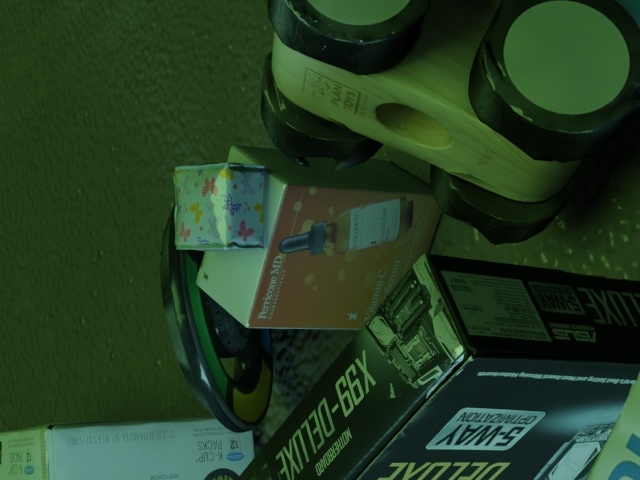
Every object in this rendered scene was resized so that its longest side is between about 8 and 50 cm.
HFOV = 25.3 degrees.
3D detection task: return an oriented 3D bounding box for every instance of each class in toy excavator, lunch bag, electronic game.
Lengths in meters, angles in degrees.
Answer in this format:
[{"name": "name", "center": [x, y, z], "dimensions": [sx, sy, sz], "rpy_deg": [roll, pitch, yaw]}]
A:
[{"name": "toy excavator", "center": [0.079, -0.281, 1.045], "dimensions": [0.222, 0.433, 0.445], "rpy_deg": [101, -166, -70]}, {"name": "lunch bag", "center": [-0.085, -0.027, 1.136], "dimensions": [0.083, 0.053, 0.071], "rpy_deg": [-2, 88, 44]}, {"name": "electronic game", "center": [-0.089, 0.062, 1.305], "dimensions": [0.048, 0.229, 0.229], "rpy_deg": [-12, 75, 14]}]

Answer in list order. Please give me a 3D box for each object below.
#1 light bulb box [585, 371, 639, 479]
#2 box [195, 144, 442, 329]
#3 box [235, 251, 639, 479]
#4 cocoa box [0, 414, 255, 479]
[{"name": "light bulb box", "center": [0.368, 0.050, 0.617], "dimensions": [0.361, 0.225, 0.358], "rpy_deg": [34, 114, 32]}, {"name": "box", "center": [0.000, 0.000, 1.208], "dimensions": [0.091, 0.170, 0.130], "rpy_deg": [36, 116, 48]}, {"name": "box", "center": [0.131, 0.123, 0.913], "dimensions": [0.242, 0.307, 0.076], "rpy_deg": [-53, 45, 36]}, {"name": "cocoa box", "center": [-0.245, 0.305, 1.457], "dimensions": [0.347, 0.231, 0.228], "rpy_deg": [-15, 76, 52]}]
